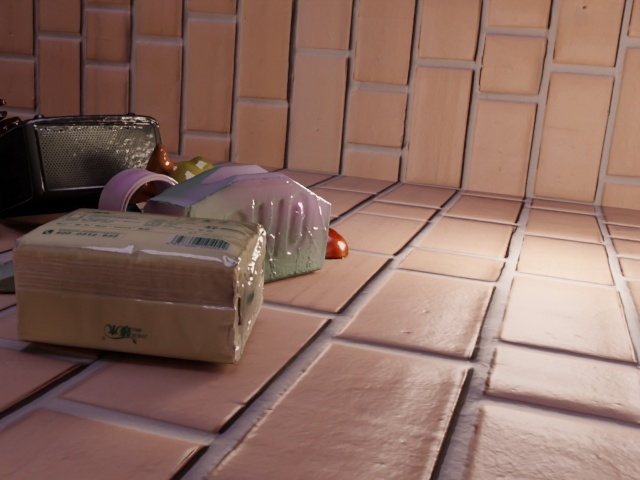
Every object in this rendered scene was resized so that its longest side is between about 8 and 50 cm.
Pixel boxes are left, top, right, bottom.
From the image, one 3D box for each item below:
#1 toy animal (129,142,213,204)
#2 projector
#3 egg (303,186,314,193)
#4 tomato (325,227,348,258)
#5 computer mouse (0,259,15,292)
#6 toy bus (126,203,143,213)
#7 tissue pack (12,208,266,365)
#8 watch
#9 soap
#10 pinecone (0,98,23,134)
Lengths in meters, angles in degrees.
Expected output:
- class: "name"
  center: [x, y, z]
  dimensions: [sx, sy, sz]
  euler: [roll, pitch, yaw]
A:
- class: "toy animal"
  center: [-0.325, -0.105, 2.007]
  dimensions: [0.338, 0.216, 0.191]
  euler: [24, 18, -21]
- class: "projector"
  center: [-0.709, -0.213, 2.130]
  dimensions: [0.405, 0.241, 0.395]
  euler: [-9, 1, -41]
- class: "egg"
  center: [-0.070, -0.102, 2.312]
  dimensions: [0.172, 0.132, 0.132]
  euler: [13, 9, -21]
- class: "tomato"
  center: [0.000, 0.000, 2.028]
  dimensions: [0.156, 0.069, 0.155]
  euler: [3, 13, -1]
- class: "computer mouse"
  center: [-0.598, 0.061, 1.561]
  dimensions: [0.231, 0.079, 0.128]
  euler: [-2, 12, -15]
- class: "toy bus"
  center: [-0.536, -0.060, 2.057]
  dimensions: [0.079, 0.091, 0.160]
  euler: [0, 13, -22]
- class: "tissue pack"
  center: [-0.300, 0.069, 1.323]
  dimensions: [0.381, 0.207, 0.297]
  euler: [5, 15, 5]
- class: "watch"
  center: [-0.458, -0.062, 1.813]
  dimensions: [0.249, 0.217, 0.211]
  euler: [-8, 17, -44]
- class: "soap"
  center: [-0.177, -0.032, 1.684]
  dimensions: [0.156, 0.261, 0.446]
  euler: [19, 19, 39]
- class: "pinecone"
  center: [-1.113, -0.298, 2.375]
  dimensions: [0.398, 0.397, 0.397]
  euler: [4, 13, -1]
